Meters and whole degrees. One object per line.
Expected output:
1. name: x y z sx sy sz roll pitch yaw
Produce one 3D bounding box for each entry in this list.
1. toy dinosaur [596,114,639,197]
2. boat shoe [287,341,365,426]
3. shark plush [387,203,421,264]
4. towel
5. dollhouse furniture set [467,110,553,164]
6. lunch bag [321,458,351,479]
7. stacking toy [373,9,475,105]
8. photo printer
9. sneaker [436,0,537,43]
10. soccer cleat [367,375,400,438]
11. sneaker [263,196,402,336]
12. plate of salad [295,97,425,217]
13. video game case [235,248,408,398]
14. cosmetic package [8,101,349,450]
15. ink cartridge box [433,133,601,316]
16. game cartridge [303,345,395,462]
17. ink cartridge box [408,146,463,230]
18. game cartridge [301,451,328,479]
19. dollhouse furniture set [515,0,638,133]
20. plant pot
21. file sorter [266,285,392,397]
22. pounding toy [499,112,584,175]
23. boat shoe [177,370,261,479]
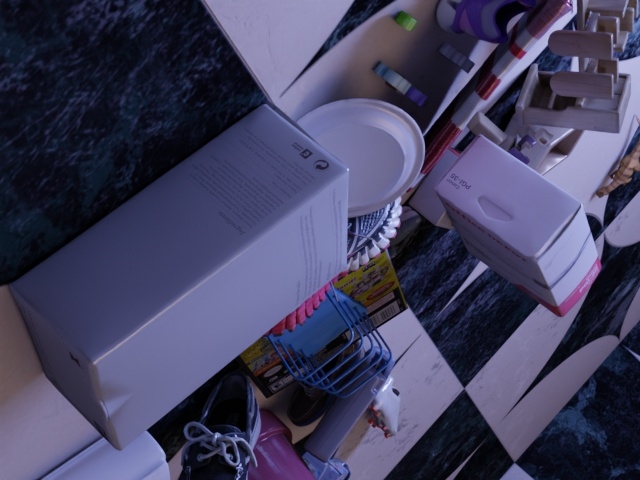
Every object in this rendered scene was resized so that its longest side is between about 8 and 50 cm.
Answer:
1. toy dinosaur: 0.668 -0.170 2.559 0.112 0.064 0.211 -15 137 -49
2. boat shoe: -0.005 0.235 2.030 0.066 0.066 0.183 26 103 -50
3. shark plush: 0.094 0.011 1.865 0.161 0.067 0.073 -56 154 14
4. towel: 0.231 -0.216 1.658 0.329 0.037 0.237 -51 -178 20
5. dollhouse furniture set: 0.299 -0.181 1.905 0.091 0.114 0.081 -45 -169 30
6. lunch bag: 0.023 0.481 2.418 0.071 0.053 0.083 -51 164 5
7. stacking toy: 0.112 -0.206 1.615 0.167 0.052 0.221 -54 154 10
8. photo printer: -0.352 0.419 1.653 0.307 0.107 0.256 -34 150 -30
9. sneaker: 0.260 -0.358 1.585 0.236 0.104 0.095 -57 153 12
10. soccer cleat: 0.132 0.333 2.378 0.076 0.068 0.196 -46 152 -16
11. sneaker: 0.000 0.000 1.653 0.299 0.121 0.112 -46 126 -26
12. plate of salad: 0.036 -0.110 1.560 0.200 0.048 0.200 -6 134 -6
13. video game case: -0.003 0.120 1.830 0.275 0.035 0.248 -32 153 -4
14. cosmetic package: -0.151 0.041 1.411 0.385 0.156 0.217 -36 151 -25
15. ink cartridge box: 0.313 -0.017 1.864 0.117 0.207 0.283 -49 153 -5
16. game cartridge: 0.050 0.289 2.091 0.196 0.060 0.294 -58 175 5
17. ink cartridge box: 0.238 -0.078 1.977 0.115 0.067 0.198 -57 154 13
18. game cartridge: -0.026 0.443 2.280 0.083 0.056 0.017 -50 162 -1
19. dollhouse furniture set: 0.383 -0.292 1.822 0.242 0.161 0.212 76 30 -45
20. plant pot: -0.094 0.411 1.980 0.201 0.180 0.201 -37 151 -24
21. file sorter: 0.015 0.151 1.745 0.118 0.104 0.170 -39 153 9
22. pounding toy: 0.402 -0.213 2.009 0.206 0.094 0.181 -35 161 -29
23. boat shoe: -0.144 0.307 1.716 0.306 0.113 0.105 -67 160 -54
